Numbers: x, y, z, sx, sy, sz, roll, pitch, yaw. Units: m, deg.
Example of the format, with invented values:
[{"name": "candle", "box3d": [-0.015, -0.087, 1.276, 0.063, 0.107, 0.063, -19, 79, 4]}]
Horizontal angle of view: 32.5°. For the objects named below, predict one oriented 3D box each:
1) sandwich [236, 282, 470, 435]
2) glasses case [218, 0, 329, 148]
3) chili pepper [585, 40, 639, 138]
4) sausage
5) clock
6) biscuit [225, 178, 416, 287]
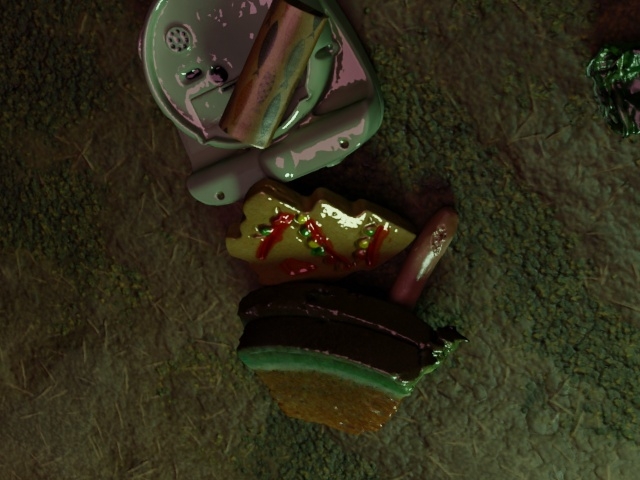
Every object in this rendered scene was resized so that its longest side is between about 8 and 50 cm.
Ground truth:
[{"name": "sandwich", "box3d": [0.017, 0.158, 1.408, 0.292, 0.109, 0.212, 23, 136, 6]}, {"name": "glasses case", "box3d": [-0.057, -0.190, 1.240, 0.065, 0.041, 0.170, 29, 113, 4]}, {"name": "chili pepper", "box3d": [0.401, -0.175, 1.204, 0.216, 0.062, 0.108, -2, 115, 19]}, {"name": "sausage", "box3d": [0.124, 0.038, 1.384, 0.043, 0.043, 0.186, 28, 116, 7]}, {"name": "clock", "box3d": [-0.096, -0.222, 1.323, 0.265, 0.108, 0.324, -22, 101, 25]}, {"name": "biscuit", "box3d": [0.000, 0.000, 1.368, 0.239, 0.041, 0.212, -2, 141, 4]}]
